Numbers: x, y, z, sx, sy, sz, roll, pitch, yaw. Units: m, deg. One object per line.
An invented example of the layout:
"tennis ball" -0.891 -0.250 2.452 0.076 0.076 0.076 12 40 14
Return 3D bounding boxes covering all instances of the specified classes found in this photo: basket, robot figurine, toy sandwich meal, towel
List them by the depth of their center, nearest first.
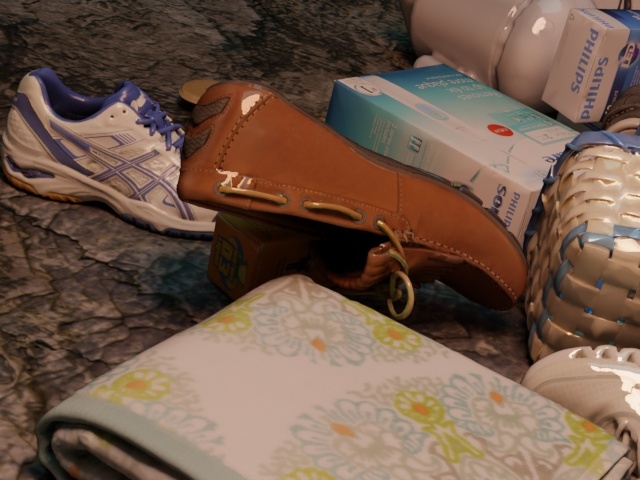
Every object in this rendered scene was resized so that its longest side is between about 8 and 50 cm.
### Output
"towel" 0.026 0.168 0.905 0.374 0.090 0.320 27 27 24
"basket" 0.308 -0.006 1.186 0.201 0.255 0.289 13 46 3
"toy sandwich meal" -0.142 -0.182 1.540 0.085 0.029 0.085 6 29 -3
"robot figurine" 0.276 -0.315 1.786 0.300 0.200 0.353 -45 54 -12

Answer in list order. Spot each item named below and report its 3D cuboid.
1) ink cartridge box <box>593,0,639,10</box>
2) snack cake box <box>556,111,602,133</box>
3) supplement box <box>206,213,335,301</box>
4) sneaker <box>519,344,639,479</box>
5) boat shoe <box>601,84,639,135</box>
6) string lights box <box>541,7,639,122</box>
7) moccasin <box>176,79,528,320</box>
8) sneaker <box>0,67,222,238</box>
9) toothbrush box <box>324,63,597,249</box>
"ink cartridge box" 0.568 -0.331 1.854 0.285 0.166 0.395 1 14 -44
"snack cake box" 0.475 -0.147 1.684 0.264 0.089 0.152 -8 34 -35
"supplement box" 0.000 0.000 1.211 0.233 0.078 0.080 -14 38 -42
"sneaker" 0.300 0.180 0.991 0.292 0.110 0.118 21 37 15
"boat shoe" 0.458 -0.055 1.352 0.335 0.112 0.095 37 49 -13
"string lights box" 0.433 -0.233 1.585 0.260 0.133 0.077 -5 34 -30
"moccasin" 0.039 -0.008 1.089 0.380 0.147 0.139 27 -18 -37
"sneaker" -0.186 -0.094 1.247 0.296 0.131 0.112 13 26 -4
"toothbrush box" 0.174 -0.088 1.401 0.216 0.126 0.295 -15 40 -44
